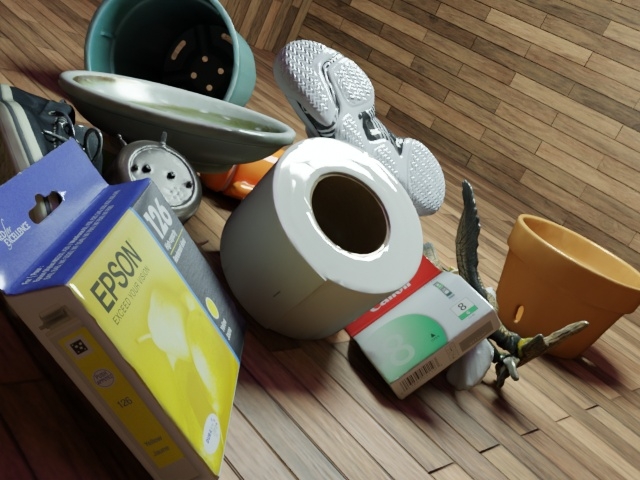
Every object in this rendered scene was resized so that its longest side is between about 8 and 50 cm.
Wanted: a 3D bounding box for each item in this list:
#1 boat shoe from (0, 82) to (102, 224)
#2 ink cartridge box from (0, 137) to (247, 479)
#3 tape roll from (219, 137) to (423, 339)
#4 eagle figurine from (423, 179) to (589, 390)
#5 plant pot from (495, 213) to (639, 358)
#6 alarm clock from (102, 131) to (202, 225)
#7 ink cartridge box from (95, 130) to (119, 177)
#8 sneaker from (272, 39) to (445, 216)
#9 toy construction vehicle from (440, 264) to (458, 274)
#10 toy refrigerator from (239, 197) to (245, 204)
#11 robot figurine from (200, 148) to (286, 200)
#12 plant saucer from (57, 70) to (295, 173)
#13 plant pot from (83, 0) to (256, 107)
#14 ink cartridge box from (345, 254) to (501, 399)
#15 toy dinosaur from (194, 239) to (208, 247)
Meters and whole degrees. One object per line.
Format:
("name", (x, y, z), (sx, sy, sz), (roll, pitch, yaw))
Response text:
("boat shoe", (-0.362, -0.089, 0.924), (0.156, 0.187, 0.500), (7, 21, -29))
("ink cartridge box", (-0.187, 0.047, 0.717), (0.307, 0.072, 0.303), (61, 11, -19))
("tape roll", (0.000, 0.000, 1.007), (0.246, 0.169, 0.246), (17, 55, -26))
("eagle figurine", (0.235, 0.087, 1.150), (0.298, 0.226, 0.225), (53, -3, 10))
("plant pot", (0.490, 0.104, 1.451), (0.291, 0.203, 0.291), (22, 20, -9))
("alarm clock", (-0.223, -0.056, 0.949), (0.129, 0.064, 0.192), (15, 56, -35))
("ink cartridge box", (-0.357, -0.139, 1.235), (0.109, 0.062, 0.209), (25, 19, -2))
("sneaker", (0.020, -0.150, 1.145), (0.366, 0.210, 0.137), (41, 56, -28))
("toy construction vehicle", (0.280, 0.083, 1.498), (0.098, 0.035, 0.086), (24, 19, -6))
("toy refrigerator", (-0.034, -0.005, 1.232), (0.094, 0.102, 0.269), (38, 22, 31))
("robot figurine", (-0.146, -0.141, 1.411), (0.219, 0.158, 0.128), (17, -20, -23))
("plant saucer", (-0.246, -0.192, 1.210), (0.400, 0.101, 0.400), (15, 15, -4))
("plant pot", (-0.308, -0.400, 1.630), (0.341, 0.341, 0.334), (27, 10, 5))
("ink cartridge box", (0.126, 0.102, 1.049), (0.225, 0.181, 0.056), (49, -8, 46))
("toy dinosaur", (-0.230, 0.044, 0.947), (0.112, 0.064, 0.211), (33, 27, -17))
